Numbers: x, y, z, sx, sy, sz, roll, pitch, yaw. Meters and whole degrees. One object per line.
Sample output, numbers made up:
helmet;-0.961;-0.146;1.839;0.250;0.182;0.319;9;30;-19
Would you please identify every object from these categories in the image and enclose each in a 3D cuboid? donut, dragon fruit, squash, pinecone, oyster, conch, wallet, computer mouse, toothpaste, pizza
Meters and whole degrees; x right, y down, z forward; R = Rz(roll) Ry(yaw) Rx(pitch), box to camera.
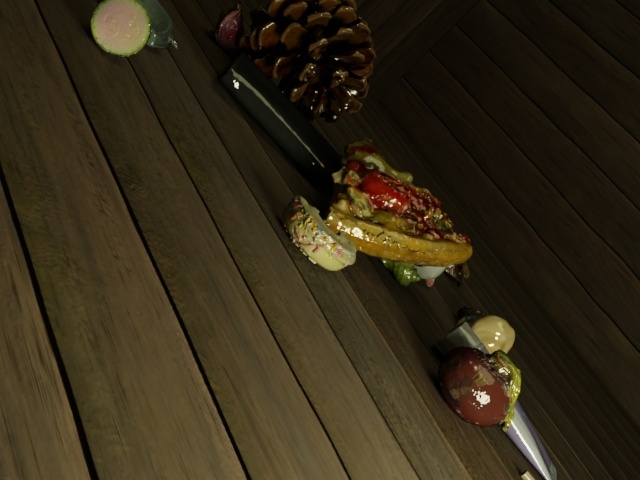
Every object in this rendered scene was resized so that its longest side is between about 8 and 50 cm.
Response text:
donut;-0.002;0.000;1.446;0.166;0.065;0.108;43;16;-20
dragon fruit;-0.254;-0.577;2.181;0.102;0.096;0.147;-84;172;-66
squash;-0.358;-0.377;1.422;0.105;0.105;0.132;42;-3;-20
pinecone;-0.020;-0.458;2.101;0.384;0.384;0.384;43;15;-15
oyster;0.339;-0.023;2.412;0.361;0.096;0.221;47;8;-12
conch;0.177;0.060;1.823;0.121;0.074;0.089;31;-17;2
wallet;-0.076;-0.273;1.912;0.406;0.062;0.228;47;17;-15
computer mouse;-0.378;-0.469;1.608;0.229;0.068;0.113;53;30;-22
toothpaste;0.375;0.336;1.623;0.371;0.080;0.125;54;15;5
pizza;0.138;-0.115;1.796;0.440;0.130;0.406;12;41;-39

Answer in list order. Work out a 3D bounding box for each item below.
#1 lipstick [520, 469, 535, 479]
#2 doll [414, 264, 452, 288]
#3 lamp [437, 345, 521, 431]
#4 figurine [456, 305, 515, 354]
lipstick;0.405;0.466;1.467;0.094;0.019;0.019;50;15;13
doll;0.242;0.027;1.970;0.180;0.110;0.107;35;24;-41
lamp;0.294;0.259;1.462;0.157;0.135;0.156;32;20;-38
figurine;0.389;0.218;1.948;0.114;0.108;0.196;52;-6;-22
